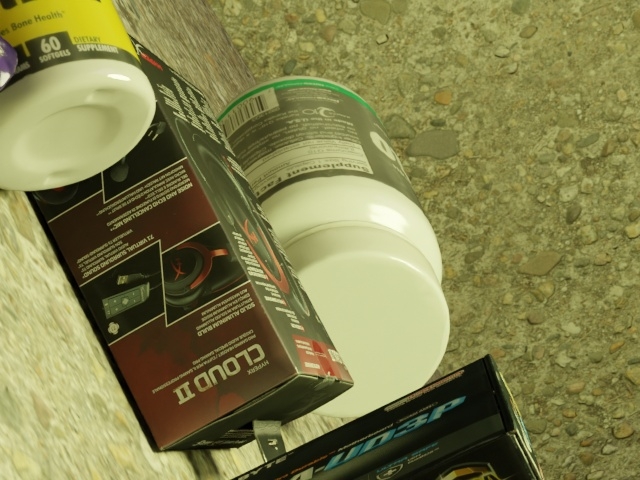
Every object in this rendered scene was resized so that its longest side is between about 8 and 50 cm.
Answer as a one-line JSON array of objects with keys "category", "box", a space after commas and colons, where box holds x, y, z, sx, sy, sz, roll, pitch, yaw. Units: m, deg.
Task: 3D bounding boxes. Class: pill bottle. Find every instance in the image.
[{"category": "pill bottle", "box": [0.000, 0.000, 1.582, 0.204, 0.204, 0.361, 58, 7, -30]}, {"category": "pill bottle", "box": [-0.194, -0.145, 1.038, 0.208, 0.119, 0.119, 63, 6, 23]}]

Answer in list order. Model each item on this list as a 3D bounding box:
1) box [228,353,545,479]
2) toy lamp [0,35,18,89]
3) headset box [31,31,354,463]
[{"category": "box", "box": [0.011, 0.147, 0.900, 0.051, 0.220, 0.175, 63, 6, -6]}, {"category": "toy lamp", "box": [-0.262, -0.183, 0.861, 0.274, 0.080, 0.080, 60, 5, -34]}, {"category": "headset box", "box": [-0.090, 0.022, 1.165, 0.293, 0.110, 0.218, 62, 6, 10]}]
